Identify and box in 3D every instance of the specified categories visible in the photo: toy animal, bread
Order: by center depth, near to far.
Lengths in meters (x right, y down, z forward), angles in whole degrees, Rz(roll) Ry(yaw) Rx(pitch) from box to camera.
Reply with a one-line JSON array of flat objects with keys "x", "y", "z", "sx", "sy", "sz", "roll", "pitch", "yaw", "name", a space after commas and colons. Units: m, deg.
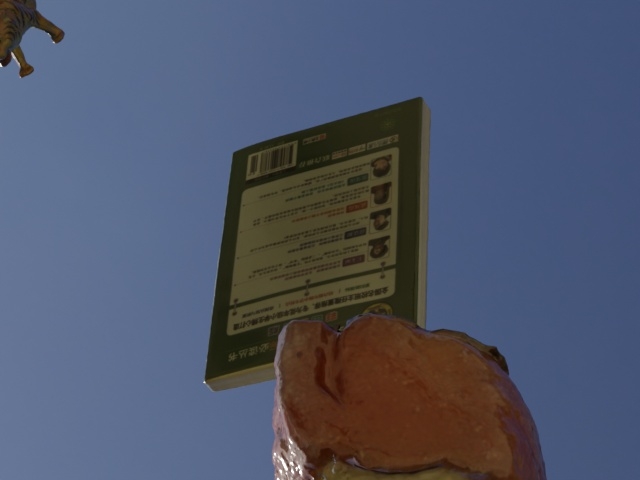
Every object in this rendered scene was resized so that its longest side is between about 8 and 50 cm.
[{"x": 0.060, "y": 0.179, "z": 1.078, "sx": 0.190, "sy": 0.244, "sz": 0.123, "roll": 3, "pitch": -143, "yaw": 11, "name": "bread"}, {"x": -0.324, "y": -0.257, "z": 1.709, "sx": 0.057, "sy": 0.099, "sz": 0.241, "roll": -22, "pitch": -136, "yaw": 16, "name": "toy animal"}]

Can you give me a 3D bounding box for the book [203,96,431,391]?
[{"x": 0.000, "y": 0.000, "z": 1.405, "sx": 0.202, "sy": 0.027, "sz": 0.264, "roll": -14, "pitch": -132, "yaw": 21, "name": "book"}]
